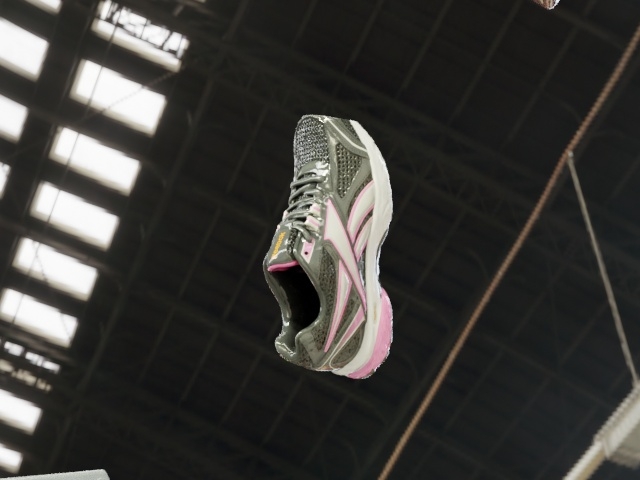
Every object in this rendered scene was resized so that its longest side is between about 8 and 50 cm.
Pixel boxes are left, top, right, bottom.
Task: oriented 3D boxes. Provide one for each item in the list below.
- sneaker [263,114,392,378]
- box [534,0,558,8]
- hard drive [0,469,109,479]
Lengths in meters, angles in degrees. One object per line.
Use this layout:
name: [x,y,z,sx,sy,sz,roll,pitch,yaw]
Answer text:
sneaker: [0.000,0.000,0.725,0.077,0.178,0.072,5,-19,-41]
box: [0.117,-0.291,0.696,0.168,0.203,0.167,-48,-23,-11]
hard drive: [-0.209,0.223,0.854,0.135,0.094,0.022,6,-49,-45]
